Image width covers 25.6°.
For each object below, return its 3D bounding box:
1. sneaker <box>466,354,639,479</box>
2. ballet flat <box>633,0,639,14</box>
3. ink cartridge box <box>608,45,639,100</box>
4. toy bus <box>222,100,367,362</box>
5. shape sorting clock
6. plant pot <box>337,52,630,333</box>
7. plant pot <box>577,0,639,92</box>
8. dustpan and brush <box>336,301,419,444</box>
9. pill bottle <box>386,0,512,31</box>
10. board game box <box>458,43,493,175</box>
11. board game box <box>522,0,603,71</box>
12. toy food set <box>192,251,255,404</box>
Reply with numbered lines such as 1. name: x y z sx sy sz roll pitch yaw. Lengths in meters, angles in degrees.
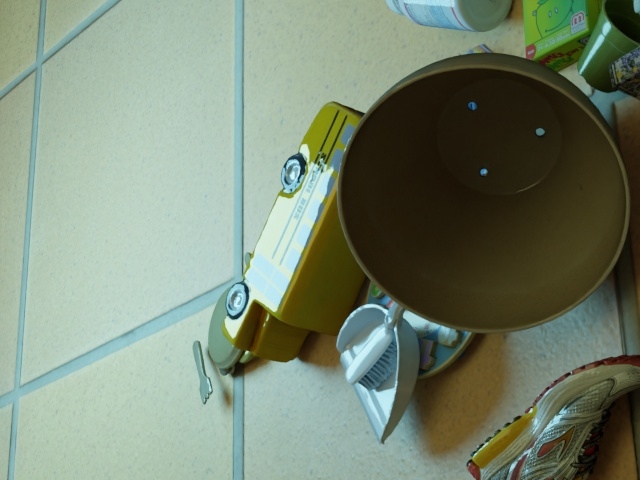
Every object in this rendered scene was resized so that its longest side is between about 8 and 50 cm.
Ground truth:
1. sneaker: 0.248 0.191 1.376 0.225 0.088 0.093 -49 62 31
2. ballet flat: 0.337 -0.256 1.378 0.231 0.077 0.077 -77 13 -57
3. ink cartridge box: 0.348 -0.178 1.385 0.115 0.062 0.029 -32 53 42
4. toy bus: 0.000 0.000 1.751 0.130 0.108 0.333 36 106 51
5. shape sorting clock: 0.120 0.059 1.621 0.206 0.040 0.206 -24 58 47
6. plant pot: 0.173 -0.074 1.445 0.284 0.284 0.191 -52 6 27
7. plant pot: 0.305 -0.196 1.449 0.079 0.083 0.083 -58 36 42
8. dustpan and brush: 0.076 0.109 1.577 0.211 0.060 0.147 -55 42 30
9. pill bottle: 0.148 -0.297 1.683 0.160 0.087 0.087 20 93 55
10. board game box: 0.170 -0.153 1.643 0.133 0.033 0.169 -60 37 18
11. board game box: 0.269 -0.286 1.553 0.092 0.043 0.181 -25 58 47
12. toy food set: -0.113 0.121 1.924 0.192 0.038 0.132 -58 31 30
